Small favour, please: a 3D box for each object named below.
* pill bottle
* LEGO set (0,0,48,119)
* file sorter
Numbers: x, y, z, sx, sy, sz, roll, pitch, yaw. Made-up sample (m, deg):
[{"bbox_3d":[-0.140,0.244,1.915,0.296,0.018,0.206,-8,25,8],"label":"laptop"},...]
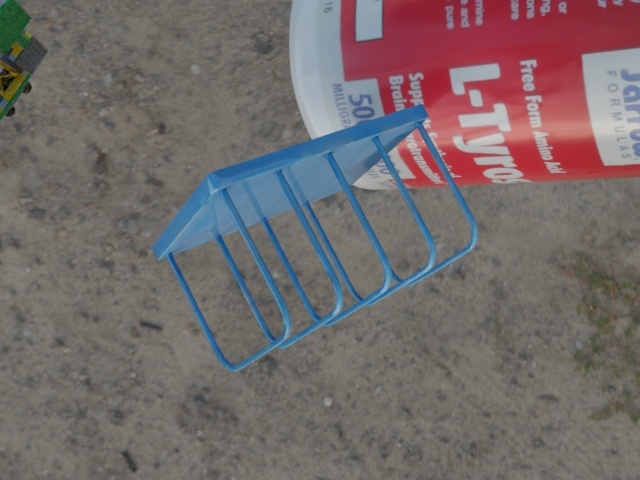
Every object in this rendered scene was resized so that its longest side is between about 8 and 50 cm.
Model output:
[{"bbox_3d":[0.200,-0.159,0.648,0.408,0.229,0.229,-1,107,30],"label":"pill bottle"},{"bbox_3d":[-0.433,-0.202,0.872,0.192,0.331,0.255,34,95,-8],"label":"LEGO set"},{"bbox_3d":[0.000,0.000,0.556,0.104,0.170,0.118,62,146,8],"label":"file sorter"}]
